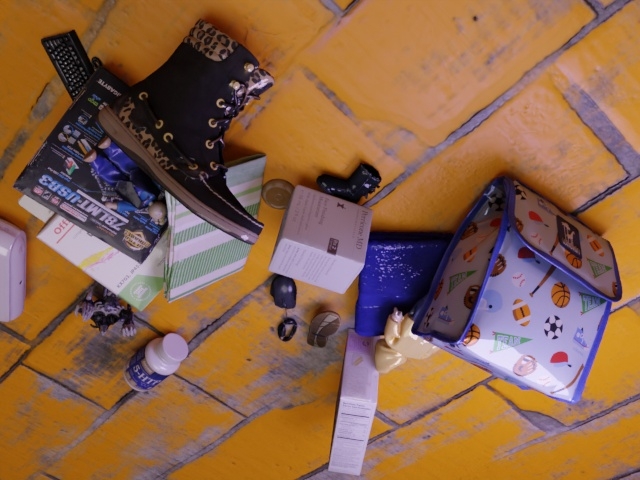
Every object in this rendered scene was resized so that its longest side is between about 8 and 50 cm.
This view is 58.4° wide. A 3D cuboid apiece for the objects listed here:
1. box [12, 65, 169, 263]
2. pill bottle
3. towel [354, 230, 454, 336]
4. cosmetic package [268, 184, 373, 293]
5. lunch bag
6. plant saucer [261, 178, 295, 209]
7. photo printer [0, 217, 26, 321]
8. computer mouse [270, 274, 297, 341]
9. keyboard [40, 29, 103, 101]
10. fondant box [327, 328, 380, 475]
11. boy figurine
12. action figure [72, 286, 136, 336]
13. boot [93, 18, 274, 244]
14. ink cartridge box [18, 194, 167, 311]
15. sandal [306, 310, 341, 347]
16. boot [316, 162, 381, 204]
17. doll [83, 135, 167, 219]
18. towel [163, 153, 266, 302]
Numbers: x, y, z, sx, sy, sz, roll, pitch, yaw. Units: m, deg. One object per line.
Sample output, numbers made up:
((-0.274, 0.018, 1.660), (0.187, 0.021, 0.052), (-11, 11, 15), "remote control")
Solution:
((-0.408, -0.149, 1.178), (0.295, 0.073, 0.293), (35, 92, -23), "box")
((-0.465, 0.342, 1.627), (0.112, 0.112, 0.187), (40, 121, -22), "pill bottle")
((0.200, 0.107, 1.404), (0.228, 0.076, 0.308), (-1, 127, -2), "towel")
((0.000, 0.000, 1.266), (0.184, 0.151, 0.151), (17, 147, -7), "cosmetic package")
((0.434, 0.097, 1.212), (0.328, 0.385, 0.239), (29, 169, -16), "lunch bag")
((-0.095, -0.101, 1.307), (0.083, 0.015, 0.083), (3, 127, 4), "plant saucer")
((-0.884, 0.049, 1.452), (0.256, 0.107, 0.307), (17, 127, -7), "photo printer")
((-0.096, 0.188, 1.513), (0.071, 0.041, 0.242), (2, 128, 4), "computer mouse")
((-0.483, -0.333, 1.169), (0.108, 0.023, 0.180), (-9, 127, 13), "keyboard")
((0.092, 0.440, 1.560), (0.096, 0.238, 0.330), (9, 128, 2), "fondant box")
((0.232, 0.223, 1.389), (0.177, 0.092, 0.285), (23, 124, -18), "boy figurine")
((-0.551, 0.174, 1.493), (0.164, 0.141, 0.275), (17, 127, -21), "action figure")
((-0.189, -0.201, 1.048), (0.377, 0.138, 0.284), (40, 87, 10), "boot")
((-0.479, -0.030, 1.293), (0.353, 0.119, 0.207), (42, 92, -23), "ink cartridge box")
((0.006, 0.230, 1.534), (0.072, 0.049, 0.180), (20, 142, -2), "sandal")
((0.065, -0.131, 1.249), (0.121, 0.045, 0.099), (30, 127, -25), "boot")
((-0.379, -0.111, 1.136), (0.129, 0.046, 0.189), (-46, 120, -9), "doll")
((-0.240, -0.026, 1.273), (0.038, 0.248, 0.325), (38, 133, 30), "towel")
